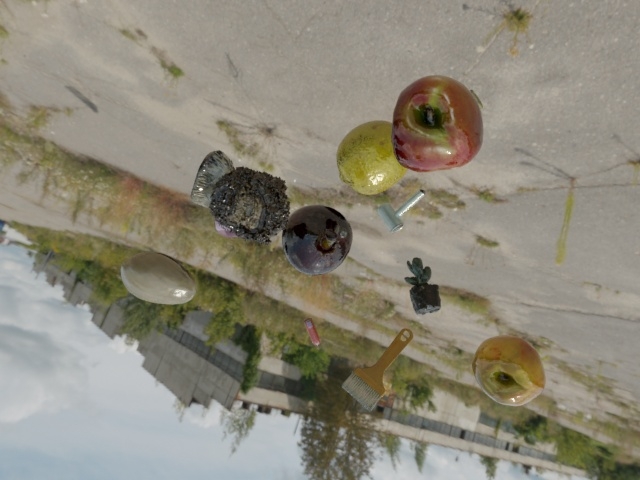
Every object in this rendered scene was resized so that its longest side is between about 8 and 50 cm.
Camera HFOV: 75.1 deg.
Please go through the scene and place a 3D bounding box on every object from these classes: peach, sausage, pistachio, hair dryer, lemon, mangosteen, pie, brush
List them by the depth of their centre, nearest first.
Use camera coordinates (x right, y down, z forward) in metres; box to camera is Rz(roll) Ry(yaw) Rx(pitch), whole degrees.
[{"bbox_3d":[0.311,-0.294,1.113,0.245,0.249,0.274,32,-165,13],"label":"peach"},{"bbox_3d":[0.180,0.344,1.175,0.103,0.272,0.013,37,147,20],"label":"brush"},{"bbox_3d":[0.000,0.000,1.323,0.235,0.236,0.261,25,177,-17],"label":"mangosteen"},{"bbox_3d":[0.203,-0.311,1.540,0.258,0.310,0.258,61,-174,-11],"label":"lemon"},{"bbox_3d":[0.578,-0.527,1.554,0.020,0.085,0.084,-32,134,33],"label":"pie"},{"bbox_3d":[-0.612,0.150,1.574,0.287,0.197,0.166,28,-177,-11],"label":"pistachio"},{"bbox_3d":[0.793,0.538,1.770,0.288,0.289,0.307,13,-170,29],"label":"peach"},{"bbox_3d":[0.361,-0.152,1.820,0.073,0.131,0.236,-6,148,-48],"label":"hair dryer"},{"bbox_3d":[-0.035,0.454,2.041,0.048,0.146,0.050,-22,-176,14],"label":"sausage"}]

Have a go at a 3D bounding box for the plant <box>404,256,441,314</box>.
[{"bbox_3d":[0.490,0.219,2.029,0.148,0.275,0.146,-9,161,-5],"label":"plant"}]

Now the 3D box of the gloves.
[{"bbox_3d":[-0.207,-0.114,1.137,0.312,0.210,0.135,39,-171,16],"label":"gloves"}]

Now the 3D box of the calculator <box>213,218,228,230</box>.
[{"bbox_3d":[-0.301,-0.046,1.576,0.194,0.043,0.294,-2,169,-7],"label":"calculator"}]
